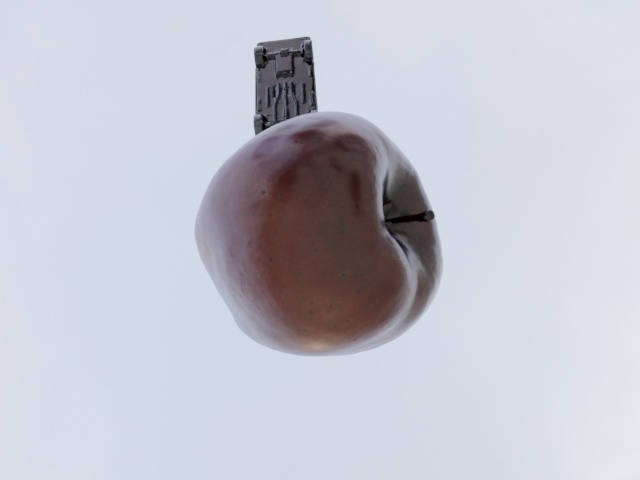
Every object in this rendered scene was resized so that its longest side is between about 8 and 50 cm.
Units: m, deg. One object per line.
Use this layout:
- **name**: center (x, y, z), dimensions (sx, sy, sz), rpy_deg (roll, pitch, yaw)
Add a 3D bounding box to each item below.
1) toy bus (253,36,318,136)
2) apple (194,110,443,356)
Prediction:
- **toy bus**: center (-0.071, -0.311, 1.375), dimensions (0.145, 0.330, 0.151), rpy_deg (-5, -33, 2)
- **apple**: center (0.001, 0.002, 0.564), dimensions (0.234, 0.234, 0.233), rpy_deg (-13, -63, -26)
